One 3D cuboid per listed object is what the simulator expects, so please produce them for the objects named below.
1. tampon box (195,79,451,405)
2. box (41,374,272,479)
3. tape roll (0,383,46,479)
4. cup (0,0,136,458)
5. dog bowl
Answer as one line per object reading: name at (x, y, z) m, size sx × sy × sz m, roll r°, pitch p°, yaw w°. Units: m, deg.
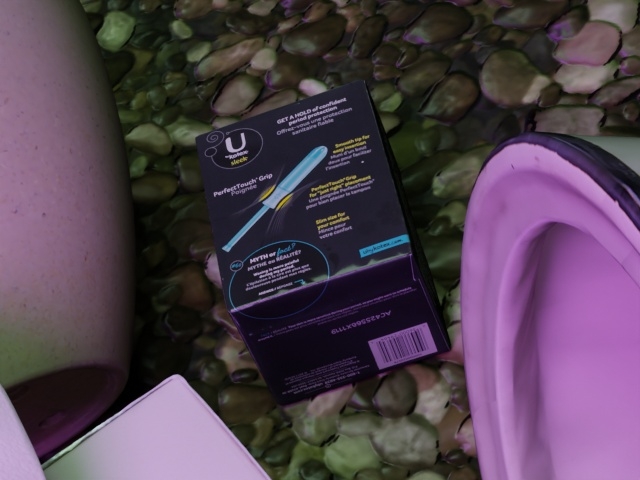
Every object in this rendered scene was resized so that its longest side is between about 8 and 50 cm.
tampon box at (0.000, 0.000, 1.200) m, size 0.120 × 0.101 × 0.161 m, roll -18°, pitch 47°, yaw 5°
box at (-0.051, 0.207, 0.954) m, size 0.127 × 0.232 × 0.148 m, roll -35°, pitch 48°, yaw -11°
tape roll at (-0.233, 0.223, 0.941) m, size 0.072 × 0.392 × 0.392 m, roll -2°, pitch 35°, yaw -36°
cup at (-0.245, 0.021, 1.169) m, size 0.331 × 0.331 × 0.237 m, roll -28°, pitch 73°, yaw -4°
dog bowl at (0.192, 0.140, 0.724) m, size 0.150 × 0.408 × 0.408 m, roll -15°, pitch 46°, yaw -9°
